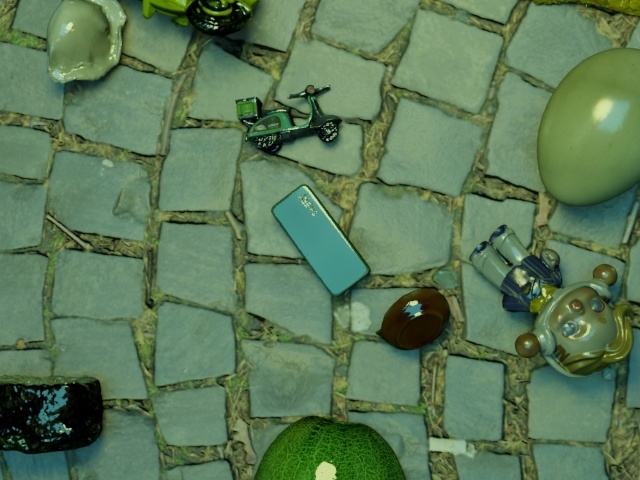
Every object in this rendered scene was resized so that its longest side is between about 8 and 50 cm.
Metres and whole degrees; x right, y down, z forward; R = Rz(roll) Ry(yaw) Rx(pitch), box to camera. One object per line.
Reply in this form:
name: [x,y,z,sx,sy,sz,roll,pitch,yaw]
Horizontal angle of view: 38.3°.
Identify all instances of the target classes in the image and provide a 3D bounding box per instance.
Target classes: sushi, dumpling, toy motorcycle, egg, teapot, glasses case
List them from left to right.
sushi: [-0.474,0.288,1.530,0.225,0.124,0.127,0,87,8]
dumpling: [-0.399,-0.346,1.565,0.127,0.108,0.188,17,75,-16]
toy motorcycle: [-0.235,-0.436,1.509,0.342,0.206,0.142,28,124,18]
toy motorcycle: [-0.050,-0.201,1.524,0.173,0.058,0.100,-8,80,10]
glasses case: [0.000,0.000,1.514,0.078,0.039,0.184,-37,83,5]
teapot: [0.146,0.124,1.474,0.098,0.078,0.129,36,111,-30]
egg: [0.427,-0.167,1.383,0.188,0.188,0.254,31,98,9]

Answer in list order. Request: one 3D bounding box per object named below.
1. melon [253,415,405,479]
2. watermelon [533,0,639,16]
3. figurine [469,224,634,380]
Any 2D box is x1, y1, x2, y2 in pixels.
melon: [0.011,0.371,1.454,0.265,0.129,0.169,6,85,10]
watermelon: [0.475,-0.420,1.450,0.301,0.123,0.129,11,121,8]
figurine: [0.347,0.103,1.419,0.274,0.133,0.194,24,68,15]
